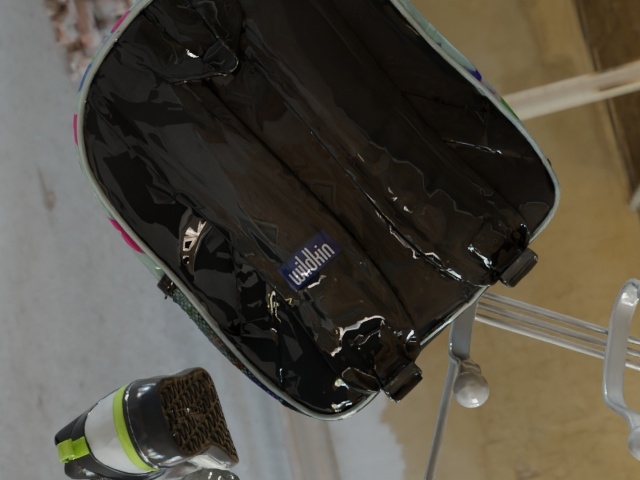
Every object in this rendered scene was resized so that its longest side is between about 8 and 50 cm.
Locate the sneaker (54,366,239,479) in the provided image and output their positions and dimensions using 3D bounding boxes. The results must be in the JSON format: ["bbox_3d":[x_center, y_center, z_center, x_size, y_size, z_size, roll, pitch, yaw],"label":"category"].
[{"bbox_3d":[-0.133,0.145,0.826,0.234,0.097,0.084,51,19,-73],"label":"sneaker"}]

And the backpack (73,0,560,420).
[{"bbox_3d":[-0.015,-0.053,0.656,0.253,0.225,0.191,46,1,-14],"label":"backpack"}]

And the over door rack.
[{"bbox_3d":[0.174,0.171,0.668,0.108,0.239,0.324,114,-7,-73],"label":"over door rack"}]

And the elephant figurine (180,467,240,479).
[{"bbox_3d":[-0.101,0.229,0.501,0.169,0.239,0.186,40,-28,21],"label":"elephant figurine"}]
